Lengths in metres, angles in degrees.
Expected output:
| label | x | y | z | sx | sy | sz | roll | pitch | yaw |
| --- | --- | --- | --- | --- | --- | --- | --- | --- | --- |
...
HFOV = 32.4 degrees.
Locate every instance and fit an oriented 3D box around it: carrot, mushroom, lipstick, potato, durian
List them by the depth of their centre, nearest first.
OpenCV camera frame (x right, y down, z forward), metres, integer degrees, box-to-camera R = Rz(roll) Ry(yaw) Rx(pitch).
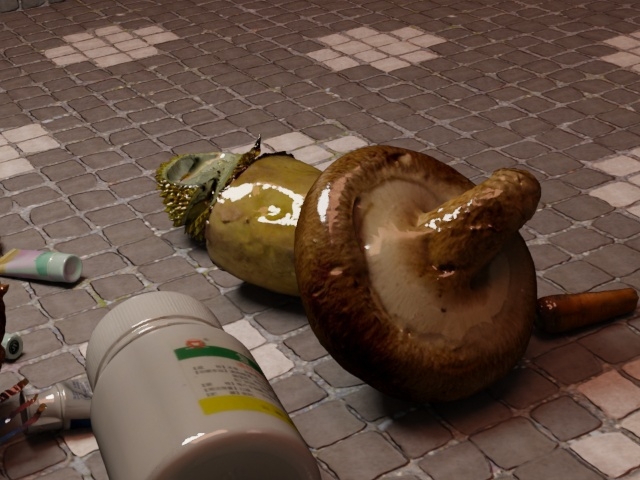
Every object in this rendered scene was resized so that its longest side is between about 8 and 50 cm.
| label | x | y | z | sx | sy | sz | roll | pitch | yaw |
| --- | --- | --- | --- | --- | --- | --- | --- | --- | --- |
| mushroom | 0.124 | 0.047 | 1.435 | 0.345 | 0.239 | 0.345 | -2 | 58 | 4 |
| carrot | 0.372 | 0.097 | 1.556 | 0.161 | 0.055 | 0.055 | -6 | 27 | -18 |
| lipstick | -0.487 | 0.146 | 1.604 | 0.116 | 0.037 | 0.037 | 7 | 30 | 29 |
| potato | 0.000 | 0.000 | 1.632 | 0.266 | 0.229 | 0.229 | 25 | 39 | 26 |
| durian | -0.167 | -0.078 | 1.868 | 0.193 | 0.138 | 0.237 | 11 | 32 | 36 |

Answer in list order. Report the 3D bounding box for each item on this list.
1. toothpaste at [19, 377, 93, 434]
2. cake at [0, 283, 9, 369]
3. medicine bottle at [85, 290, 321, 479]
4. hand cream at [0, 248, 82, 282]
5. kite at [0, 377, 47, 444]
| label | x | y | z | sx | sy | sz | roll | pitch | yaw |
| --- | --- | --- | --- | --- | --- | --- | --- | --- | --- |
| toothpaste | -0.258 | 0.203 | 1.454 | 0.266 | 0.061 | 0.096 | -9 | 26 | -23 |
| cake | -0.511 | 0.135 | 1.385 | 0.293 | 0.198 | 0.196 | -19 | 16 | 1 |
| medicine bottle | -0.149 | 0.209 | 1.248 | 0.208 | 0.208 | 0.339 | -13 | 29 | -16 |
| hand cream | -0.466 | 0.040 | 1.796 | 0.174 | 0.047 | 0.076 | 4 | 33 | 33 |
| kite | -0.445 | 0.260 | 1.338 | 0.245 | 0.015 | 0.141 | -38 | 43 | -17 |
